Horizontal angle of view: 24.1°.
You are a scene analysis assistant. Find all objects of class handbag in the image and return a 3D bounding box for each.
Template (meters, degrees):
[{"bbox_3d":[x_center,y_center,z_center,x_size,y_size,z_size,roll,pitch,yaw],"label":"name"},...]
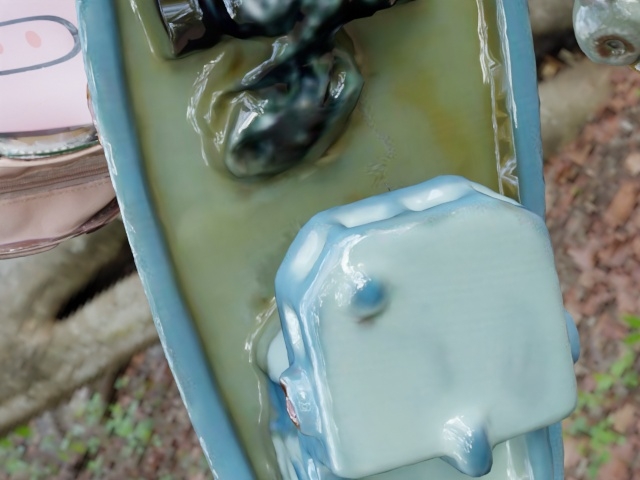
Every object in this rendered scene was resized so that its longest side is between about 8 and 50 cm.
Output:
[{"bbox_3d":[-0.204,-0.082,0.982,0.116,0.205,0.179,101,147,-46],"label":"handbag"}]

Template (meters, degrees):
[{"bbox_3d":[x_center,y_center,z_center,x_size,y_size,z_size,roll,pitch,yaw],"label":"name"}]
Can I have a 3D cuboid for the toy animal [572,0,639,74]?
[{"bbox_3d":[0.288,-0.199,1.311,0.127,0.251,0.125,-142,69,-69],"label":"toy animal"}]

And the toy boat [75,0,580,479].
[{"bbox_3d":[0.004,-0.047,0.462,0.133,0.145,0.331,-152,48,-70],"label":"toy boat"}]
